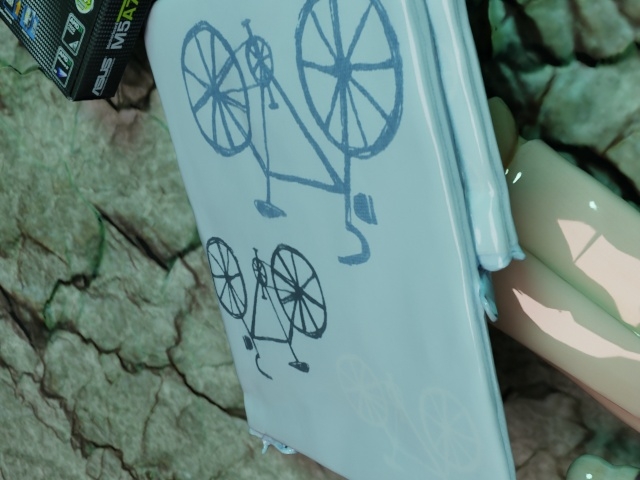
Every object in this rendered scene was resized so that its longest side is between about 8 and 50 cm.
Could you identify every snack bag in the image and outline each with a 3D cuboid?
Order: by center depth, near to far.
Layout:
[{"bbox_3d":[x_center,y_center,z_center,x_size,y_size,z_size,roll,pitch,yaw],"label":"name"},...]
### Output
[{"bbox_3d":[0.000,0.000,0.526,0.323,0.037,0.343,6,112,59],"label":"snack bag"}]

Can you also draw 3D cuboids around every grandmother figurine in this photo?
[{"bbox_3d":[0.197,0.077,0.461,0.342,0.104,0.208,37,132,20],"label":"grandmother figurine"}]

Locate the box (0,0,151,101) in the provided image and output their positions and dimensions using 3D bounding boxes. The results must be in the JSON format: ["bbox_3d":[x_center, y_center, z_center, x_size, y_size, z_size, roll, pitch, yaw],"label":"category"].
[{"bbox_3d":[-0.178,-0.225,0.612,0.191,0.045,0.184,48,129,22],"label":"box"}]
